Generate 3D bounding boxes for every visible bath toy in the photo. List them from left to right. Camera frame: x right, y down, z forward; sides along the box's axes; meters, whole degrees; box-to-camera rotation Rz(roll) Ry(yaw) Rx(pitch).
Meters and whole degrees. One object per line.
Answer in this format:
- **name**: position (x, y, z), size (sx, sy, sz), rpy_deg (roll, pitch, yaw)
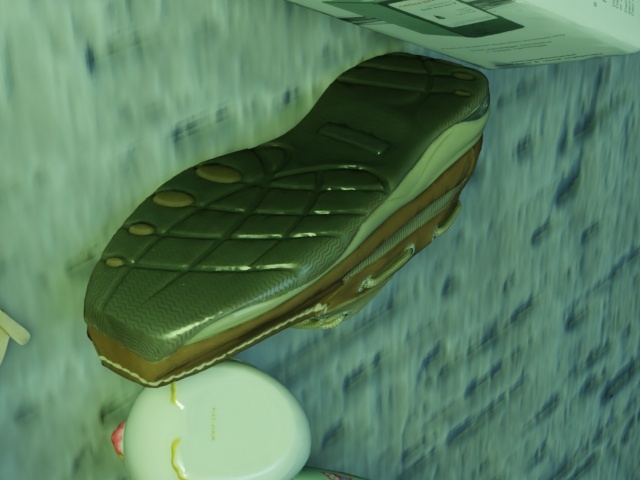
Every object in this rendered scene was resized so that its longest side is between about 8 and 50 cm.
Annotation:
- **bath toy**: position (-0.094, 0.236, 0.768), size (0.129, 0.151, 0.348), rpy_deg (128, -27, -62)

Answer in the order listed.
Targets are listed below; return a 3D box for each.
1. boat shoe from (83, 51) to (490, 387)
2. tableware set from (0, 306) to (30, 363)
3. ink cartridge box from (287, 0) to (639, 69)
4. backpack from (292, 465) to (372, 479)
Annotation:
- **boat shoe**: position (0.000, 0.000, 0.835), size (0.324, 0.122, 0.120), rpy_deg (-36, 138, -37)
- **tableware set**: position (-0.220, 0.059, 0.666), size (0.169, 0.020, 0.141), rpy_deg (-53, 140, -20)
- **ink cartridge box**: position (0.072, -0.228, 0.771), size (0.289, 0.121, 0.211), rpy_deg (8, 83, -52)
- **backpack**: position (0.011, 0.227, 0.898), size (0.166, 0.188, 0.144), rpy_deg (22, 89, -53)
